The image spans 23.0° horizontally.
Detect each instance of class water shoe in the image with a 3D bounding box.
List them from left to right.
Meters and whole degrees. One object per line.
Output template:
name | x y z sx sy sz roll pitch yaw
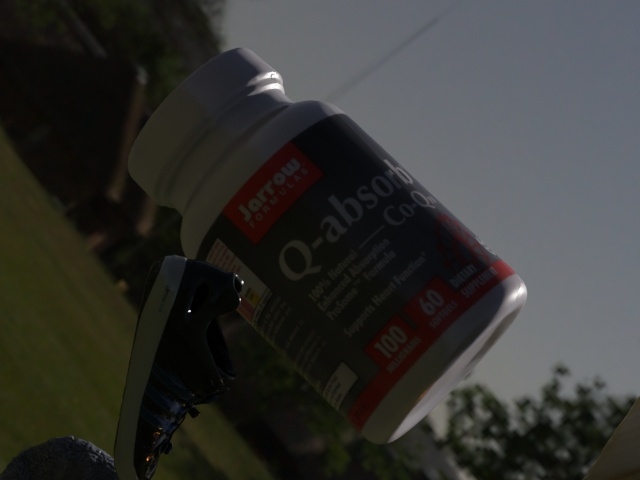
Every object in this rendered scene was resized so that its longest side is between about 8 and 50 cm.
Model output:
water shoe | -0.107 0.110 1.199 0.080 0.203 0.073 12 27 -2

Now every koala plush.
koala plush | -0.285 0.320 1.763 0.196 0.203 0.221 10 -7 -2

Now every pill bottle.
pill bottle | 0.000 0.000 1.494 0.363 0.210 0.210 44 -7 12

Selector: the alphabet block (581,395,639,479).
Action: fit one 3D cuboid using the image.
alphabet block | 0.364 0.215 1.319 0.192 0.197 0.193 56 40 -3
